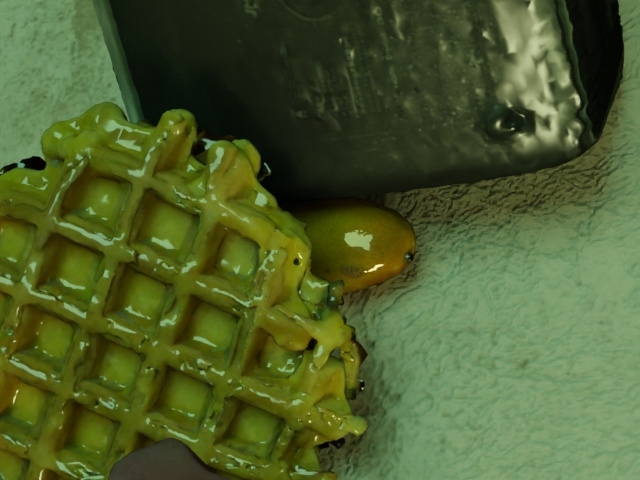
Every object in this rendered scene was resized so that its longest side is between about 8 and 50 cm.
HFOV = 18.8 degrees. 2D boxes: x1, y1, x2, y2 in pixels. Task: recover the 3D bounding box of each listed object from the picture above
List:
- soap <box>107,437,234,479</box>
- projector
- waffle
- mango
[{"bbox_3d":[-0.081,0.291,1.387,0.127,0.325,0.220,15,69,25],"label":"soap"},{"bbox_3d":[0.023,-0.249,1.613,0.405,0.395,0.242,-5,26,20],"label":"projector"},{"bbox_3d":[-0.161,0.088,1.593,0.379,0.095,0.382,-28,87,14],"label":"waffle"},{"bbox_3d":[0.000,0.000,1.691,0.190,0.075,0.098,10,48,32],"label":"mango"}]
